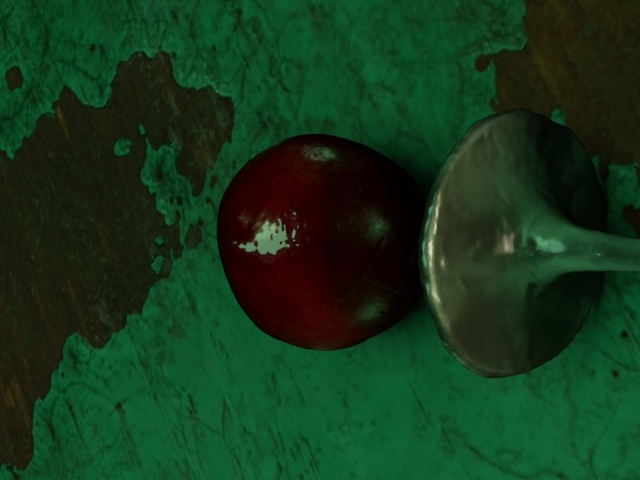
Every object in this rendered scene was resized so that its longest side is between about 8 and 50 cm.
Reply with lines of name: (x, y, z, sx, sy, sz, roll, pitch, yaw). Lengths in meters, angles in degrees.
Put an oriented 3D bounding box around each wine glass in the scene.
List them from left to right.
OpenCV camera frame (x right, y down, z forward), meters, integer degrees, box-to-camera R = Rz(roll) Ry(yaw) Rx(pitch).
wine glass: (0.273, 0.016, 0.980, 0.406, 0.267, 0.267, 8, 96, 47)

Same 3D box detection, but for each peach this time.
peach: (0.000, 0.000, 1.270, 0.197, 0.197, 0.197, 0, 90, 43)
